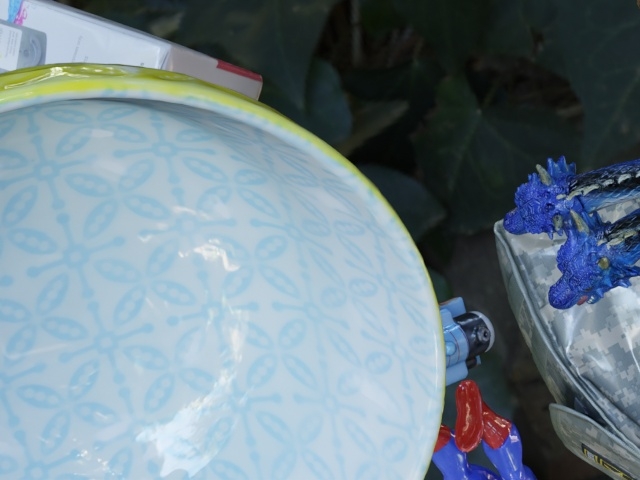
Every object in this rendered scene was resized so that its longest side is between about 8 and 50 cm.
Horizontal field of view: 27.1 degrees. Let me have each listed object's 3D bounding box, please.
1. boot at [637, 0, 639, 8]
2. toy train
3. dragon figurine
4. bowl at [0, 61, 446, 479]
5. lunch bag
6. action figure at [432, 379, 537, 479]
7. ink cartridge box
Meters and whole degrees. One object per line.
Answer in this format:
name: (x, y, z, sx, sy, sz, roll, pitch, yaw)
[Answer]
boot: (0.446, -0.189, 1.499, 0.236, 0.089, 0.270, -16, 66, 59)
toy train: (0.067, 0.099, 1.115, 0.184, 0.080, 0.105, -16, 3, -37)
dragon figurine: (0.219, -0.053, 0.612, 0.289, 0.144, 0.085, -35, 72, 39)
bowl: (-0.107, 0.046, 0.563, 0.289, 0.289, 0.156, -30, 32, -5)
lunch bag: (0.287, 0.120, 1.249, 0.169, 0.235, 0.287, -24, 66, 5)
action figure: (0.129, 0.215, 0.927, 0.091, 0.280, 0.139, -8, 59, 30)
ink cartridge box: (-0.242, -0.157, 1.268, 0.306, 0.226, 0.131, 19, 97, 19)
